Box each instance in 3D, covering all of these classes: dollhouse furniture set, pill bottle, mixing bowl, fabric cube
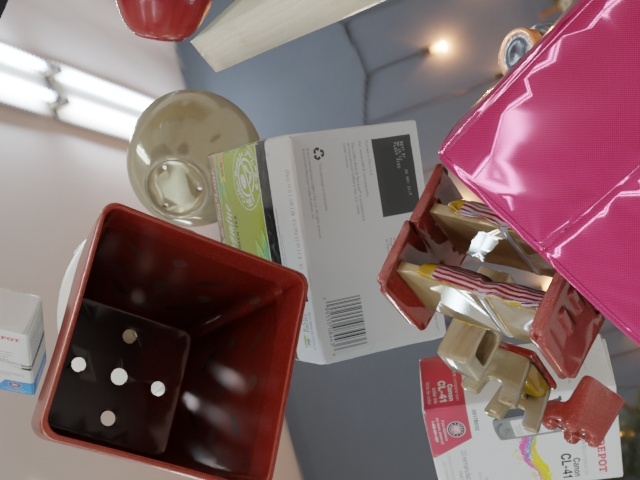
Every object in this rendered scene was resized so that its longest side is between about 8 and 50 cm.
[{"bbox_3d":[0.240,0.092,1.060,0.152,0.201,0.374,-60,-41,-16],"label":"dollhouse furniture set"},{"bbox_3d":[0.422,-0.302,1.646,0.245,0.130,0.131,4,-118,-33],"label":"pill bottle"},{"bbox_3d":[-0.266,-0.390,1.605,0.181,0.181,0.098,-62,-17,-69],"label":"mixing bowl"},{"bbox_3d":[0.309,-0.119,0.845,0.259,0.258,0.254,43,-137,2],"label":"fabric cube"}]

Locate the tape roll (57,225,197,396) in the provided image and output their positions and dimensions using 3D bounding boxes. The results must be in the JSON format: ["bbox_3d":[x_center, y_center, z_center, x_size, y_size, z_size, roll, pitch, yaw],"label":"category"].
[{"bbox_3d":[-0.273,0.109,1.476,0.100,0.286,0.286,11,-120,-56],"label":"tape roll"}]

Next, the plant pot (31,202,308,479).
[{"bbox_3d":[-0.204,0.148,1.156,0.267,0.235,0.267,22,-115,-24],"label":"plant pot"}]

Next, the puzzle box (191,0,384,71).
[{"bbox_3d":[0.040,-0.312,1.017,0.052,0.272,0.409,50,158,-19],"label":"puzzle box"}]

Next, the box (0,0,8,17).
[{"bbox_3d":[-0.778,-0.489,1.571,0.471,0.480,0.297,42,-149,9],"label":"box"}]

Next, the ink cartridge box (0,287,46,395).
[{"bbox_3d":[-0.558,0.170,1.654,0.203,0.148,0.086,107,175,-49],"label":"ink cartridge box"}]

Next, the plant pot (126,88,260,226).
[{"bbox_3d":[-0.267,-0.141,1.924,0.191,0.284,0.284,-78,-34,-65],"label":"plant pot"}]

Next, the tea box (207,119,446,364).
[{"bbox_3d":[0.000,0.000,1.493,0.323,0.219,0.329,-3,96,63],"label":"tea box"}]

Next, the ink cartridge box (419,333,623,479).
[{"bbox_3d":[0.331,0.293,1.588,0.131,0.306,0.226,-84,-18,-54],"label":"ink cartridge box"}]
